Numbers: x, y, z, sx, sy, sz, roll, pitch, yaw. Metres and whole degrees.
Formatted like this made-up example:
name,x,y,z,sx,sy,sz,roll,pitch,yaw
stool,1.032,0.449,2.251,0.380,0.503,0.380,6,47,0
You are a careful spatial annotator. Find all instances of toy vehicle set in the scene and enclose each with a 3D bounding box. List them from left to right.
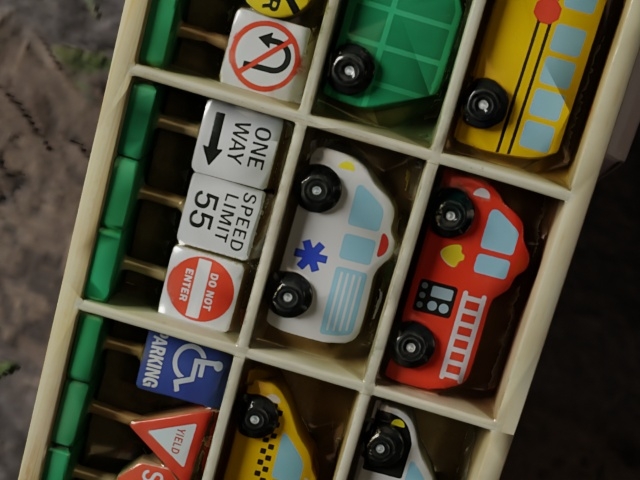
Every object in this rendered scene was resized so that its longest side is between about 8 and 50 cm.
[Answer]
name,x,y,z,sx,sy,sz,roll,pitch,yaw
toy vehicle set,0.000,0.000,0.449,0.166,0.035,0.266,15,105,1

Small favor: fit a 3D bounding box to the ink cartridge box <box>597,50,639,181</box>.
name,x,y,z,sx,sy,sz,roll,pitch,yaw
ink cartridge box,0.074,-0.138,0.509,0.153,0.087,0.208,21,81,-1
